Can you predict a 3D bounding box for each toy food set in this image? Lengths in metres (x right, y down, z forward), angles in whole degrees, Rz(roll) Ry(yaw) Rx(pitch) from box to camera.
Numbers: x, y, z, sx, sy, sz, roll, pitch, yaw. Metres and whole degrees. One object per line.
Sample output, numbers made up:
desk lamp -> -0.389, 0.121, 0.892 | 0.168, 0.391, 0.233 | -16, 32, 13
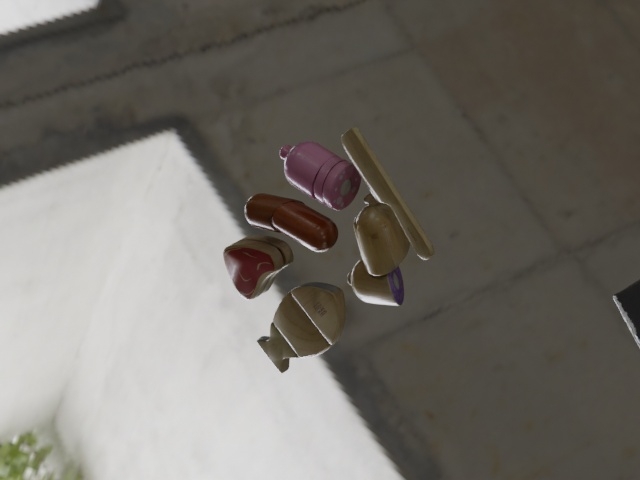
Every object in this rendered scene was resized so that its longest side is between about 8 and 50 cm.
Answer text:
toy food set -> 0.000, 0.000, 0.624 | 0.019, 0.122, 0.078 | -31, -92, -40

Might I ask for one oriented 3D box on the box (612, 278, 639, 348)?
box -> 0.324, 0.096, 1.052 | 0.143, 0.165, 0.270 | 53, -170, -19
